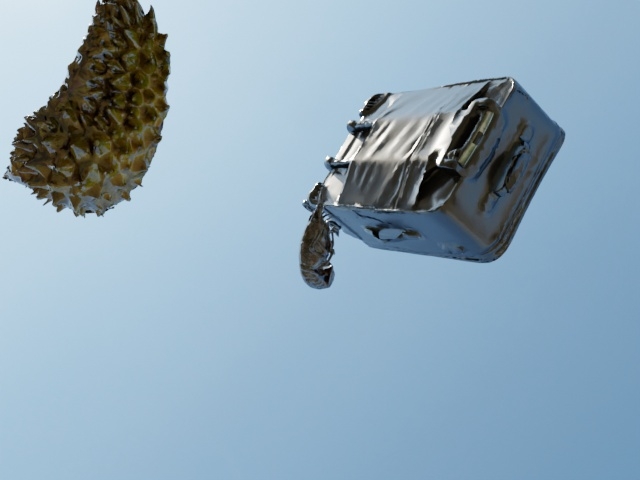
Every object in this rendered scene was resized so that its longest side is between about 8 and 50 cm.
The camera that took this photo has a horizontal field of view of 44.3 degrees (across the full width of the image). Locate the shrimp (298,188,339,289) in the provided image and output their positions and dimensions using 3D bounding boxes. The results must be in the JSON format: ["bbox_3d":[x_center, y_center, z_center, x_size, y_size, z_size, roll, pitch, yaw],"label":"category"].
[{"bbox_3d":[0.000,0.000,1.243,0.056,0.065,0.165,-131,-132,-63],"label":"shrimp"}]

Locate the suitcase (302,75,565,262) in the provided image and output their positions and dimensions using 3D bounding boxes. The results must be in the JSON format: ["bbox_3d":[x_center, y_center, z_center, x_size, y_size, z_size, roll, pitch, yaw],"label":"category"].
[{"bbox_3d":[0.174,-0.110,1.293,0.283,0.194,0.434,-59,-153,-14],"label":"suitcase"}]

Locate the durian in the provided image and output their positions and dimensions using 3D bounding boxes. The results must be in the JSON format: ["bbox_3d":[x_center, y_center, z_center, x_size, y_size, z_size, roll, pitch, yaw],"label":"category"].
[{"bbox_3d":[-0.307,-0.161,1.053,0.191,0.112,0.341,44,-72,16],"label":"durian"}]
